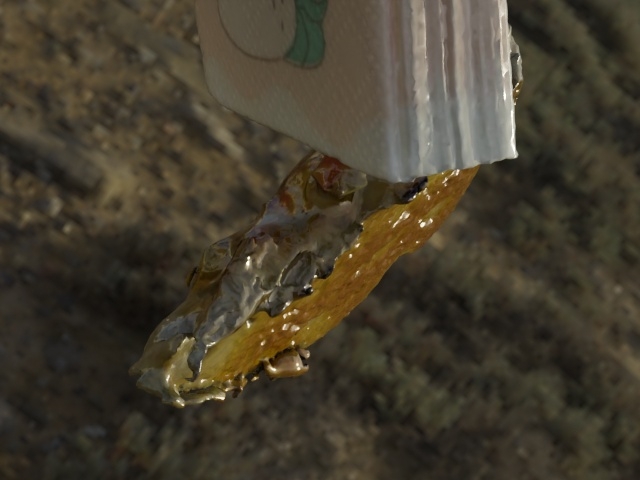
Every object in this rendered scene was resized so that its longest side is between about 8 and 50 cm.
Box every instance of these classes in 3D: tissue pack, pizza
[{"bbox_3d":[-0.003,-0.196,0.692,0.071,0.325,0.170,-16,22,-25],"label":"tissue pack"},{"bbox_3d":[0.000,0.000,1.036,0.071,0.189,0.297,39,66,10],"label":"pizza"}]
